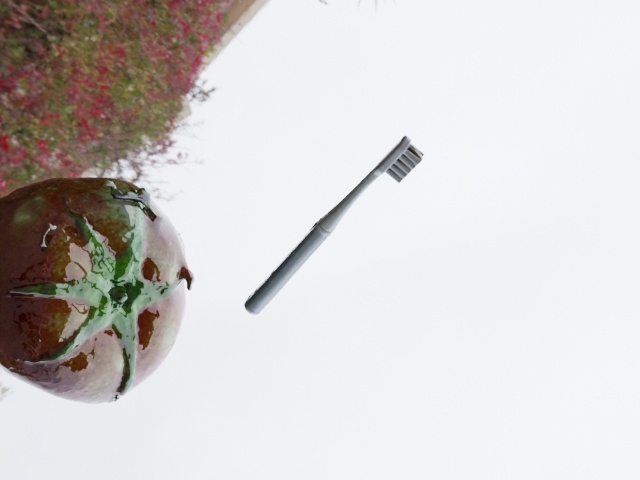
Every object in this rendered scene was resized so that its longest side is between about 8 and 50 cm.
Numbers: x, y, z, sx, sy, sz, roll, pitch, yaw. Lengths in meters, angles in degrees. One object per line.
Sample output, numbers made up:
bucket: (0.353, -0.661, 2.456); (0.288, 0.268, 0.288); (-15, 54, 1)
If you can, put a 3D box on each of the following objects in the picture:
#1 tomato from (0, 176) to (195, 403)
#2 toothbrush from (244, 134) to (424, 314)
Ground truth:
tomato: (-0.330, 0.061, 0.857); (0.239, 0.303, 0.303); (1, -99, 38)
toothbrush: (-0.002, -0.001, 0.717); (0.030, 0.025, 0.342); (39, -47, -8)
